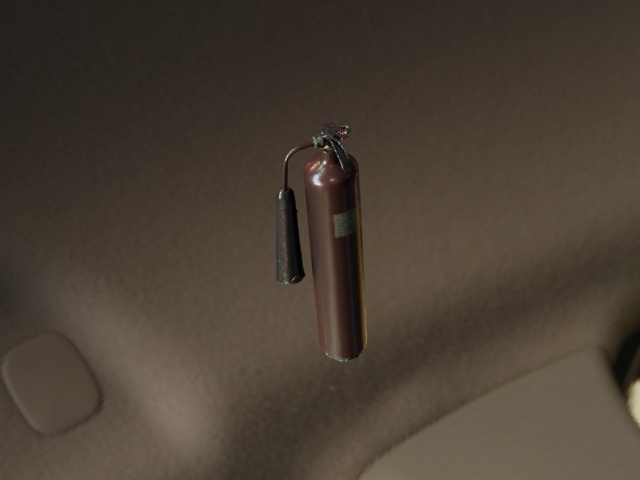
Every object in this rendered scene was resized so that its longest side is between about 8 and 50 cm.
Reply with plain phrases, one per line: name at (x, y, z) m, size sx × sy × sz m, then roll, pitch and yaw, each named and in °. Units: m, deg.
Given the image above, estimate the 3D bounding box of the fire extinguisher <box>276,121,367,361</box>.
fire extinguisher at (0.000, 0.000, 0.657) m, size 0.173 × 0.049 × 0.035 m, roll 86°, pitch -160°, yaw -44°
